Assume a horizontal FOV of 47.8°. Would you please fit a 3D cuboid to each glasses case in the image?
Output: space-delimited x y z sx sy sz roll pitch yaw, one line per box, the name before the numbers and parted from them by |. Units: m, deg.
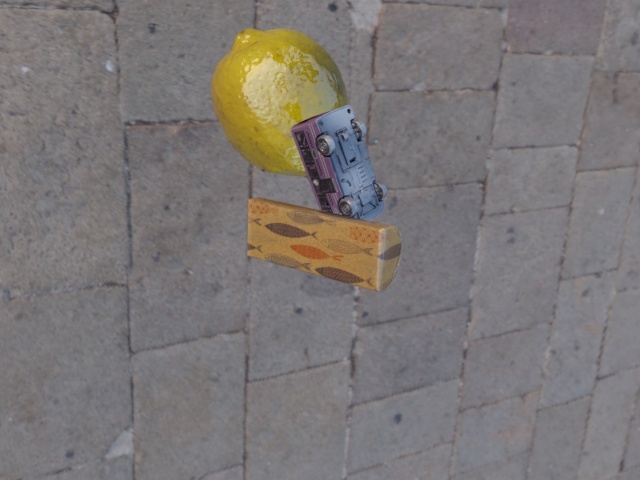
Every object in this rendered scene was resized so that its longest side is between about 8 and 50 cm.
glasses case | 0.000 0.000 0.731 0.041 0.170 0.064 -16 114 -52

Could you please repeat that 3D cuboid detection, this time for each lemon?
lemon | -0.071 -0.256 1.372 0.254 0.253 0.310 -34 106 -17

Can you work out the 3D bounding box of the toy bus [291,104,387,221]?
toy bus | 0.028 -0.111 1.117 0.087 0.098 0.178 -31 107 -36
